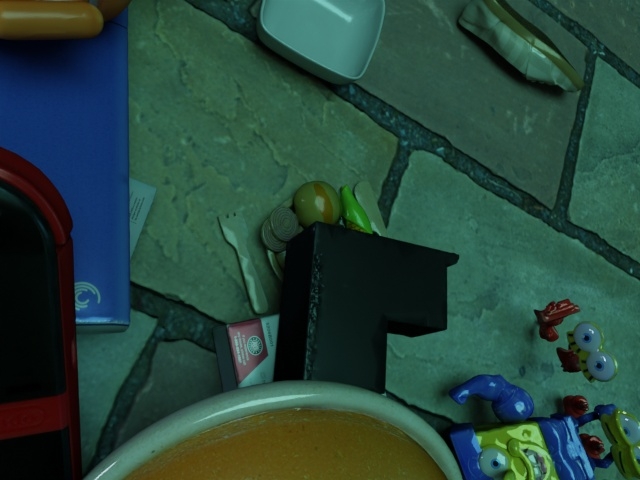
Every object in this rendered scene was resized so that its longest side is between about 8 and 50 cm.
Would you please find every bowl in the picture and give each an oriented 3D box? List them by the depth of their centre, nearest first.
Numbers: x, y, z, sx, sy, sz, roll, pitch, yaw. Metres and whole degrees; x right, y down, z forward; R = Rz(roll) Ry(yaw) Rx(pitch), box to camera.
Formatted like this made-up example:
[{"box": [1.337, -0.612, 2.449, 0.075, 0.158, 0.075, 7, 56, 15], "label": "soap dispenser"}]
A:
[{"box": [-0.003, -0.259, 0.668, 0.142, 0.053, 0.142, 25, 70, -19], "label": "bowl"}]

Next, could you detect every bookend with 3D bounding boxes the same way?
[{"box": [0.046, 0.079, 0.531, 0.157, 0.072, 0.156, 12, 69, -22], "label": "bookend"}]

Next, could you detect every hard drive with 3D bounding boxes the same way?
[{"box": [-0.268, -0.082, 0.466, 0.210, 0.040, 0.318, 3, 68, -28], "label": "hard drive"}]

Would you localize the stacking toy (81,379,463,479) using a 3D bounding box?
[{"box": [0.022, 0.330, 0.270, 0.351, 0.480, 0.350, -7, 112, -18], "label": "stacking toy"}]

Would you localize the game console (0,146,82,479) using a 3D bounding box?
[{"box": [-0.351, 0.109, 0.333, 0.387, 0.060, 0.341, -3, 110, -25], "label": "game console"}]

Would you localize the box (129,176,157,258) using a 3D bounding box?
[{"box": [-0.259, -0.015, 0.501, 0.186, 0.038, 0.145, 22, 69, -18], "label": "box"}]

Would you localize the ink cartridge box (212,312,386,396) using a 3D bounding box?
[{"box": [-0.020, 0.124, 0.567, 0.151, 0.063, 0.109, -9, 81, -26], "label": "ink cartridge box"}]

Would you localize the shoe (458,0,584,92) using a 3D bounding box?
[{"box": [0.291, -0.276, 0.815, 0.219, 0.058, 0.076, 31, 36, -20], "label": "shoe"}]

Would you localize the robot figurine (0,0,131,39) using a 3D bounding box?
[{"box": [-0.240, -0.231, 0.441, 0.220, 0.158, 0.128, -20, 126, -33], "label": "robot figurine"}]

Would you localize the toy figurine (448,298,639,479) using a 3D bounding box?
[{"box": [0.233, 0.270, 0.636, 0.217, 0.191, 0.362, -18, 79, 3], "label": "toy figurine"}]

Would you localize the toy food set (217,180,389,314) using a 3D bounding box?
[{"box": [0.000, 0.000, 0.615, 0.192, 0.038, 0.132, -17, 82, -27], "label": "toy food set"}]
